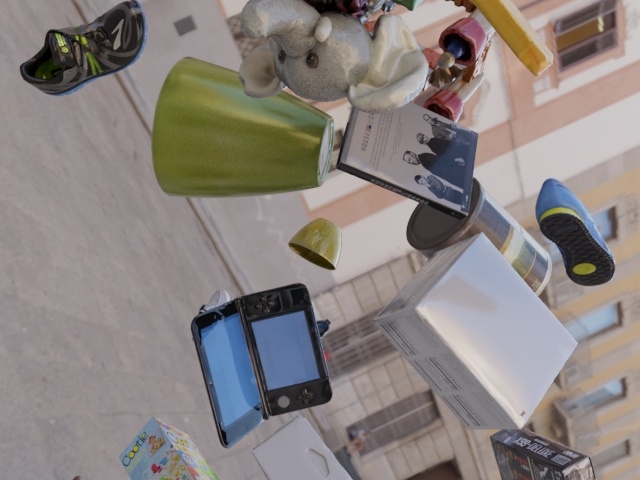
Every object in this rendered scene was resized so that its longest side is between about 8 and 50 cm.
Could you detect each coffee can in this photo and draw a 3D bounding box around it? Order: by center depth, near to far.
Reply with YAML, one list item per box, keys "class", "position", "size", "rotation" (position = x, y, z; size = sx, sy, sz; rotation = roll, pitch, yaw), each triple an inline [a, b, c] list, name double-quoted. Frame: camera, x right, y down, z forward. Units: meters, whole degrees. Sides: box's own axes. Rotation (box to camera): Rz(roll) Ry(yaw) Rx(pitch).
- class: "coffee can"
  position: [0.359, 0.013, 1.418]
  size: [0.275, 0.201, 0.201]
  rotation: [39, 9, -25]

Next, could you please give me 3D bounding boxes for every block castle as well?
- class: "block castle"
  position: [0.143, -0.454, 1.355]
  size: [0.453, 0.213, 0.303]
  rotation: [35, -21, 16]

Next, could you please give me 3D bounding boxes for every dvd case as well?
- class: "dvd case"
  position: [0.155, -0.155, 1.069]
  size: [0.029, 0.239, 0.179]
  rotation: [133, -26, -60]

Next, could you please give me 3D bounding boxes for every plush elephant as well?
- class: "plush elephant"
  position: [-0.007, -0.275, 0.692]
  size: [0.330, 0.272, 0.255]
  rotation: [24, 74, -55]

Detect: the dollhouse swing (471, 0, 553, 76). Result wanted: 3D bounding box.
- class: "dollhouse swing"
  position: [0.295, -0.458, 0.894]
  size: [0.305, 0.315, 0.347]
  rotation: [38, 26, 6]

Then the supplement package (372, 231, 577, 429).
- class: "supplement package"
  position: [0.266, 0.158, 1.077]
  size: [0.262, 0.204, 0.145]
  rotation: [49, -28, -4]

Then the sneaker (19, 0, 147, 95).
- class: "sneaker"
  position: [-0.299, -0.241, 0.794]
  size: [0.067, 0.188, 0.078]
  rotation: [66, 16, 3]

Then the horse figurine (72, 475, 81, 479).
- class: "horse figurine"
  position: [-0.411, 0.487, 0.930]
  size: [0.175, 0.263, 0.066]
  rotation: [23, -30, 10]

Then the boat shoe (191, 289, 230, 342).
- class: "boat shoe"
  position: [-0.291, 0.198, 1.632]
  size: [0.063, 0.066, 0.184]
  rotation: [43, 48, -34]

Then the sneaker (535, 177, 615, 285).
- class: "sneaker"
  position: [0.370, -0.010, 0.902]
  size: [0.209, 0.069, 0.082]
  rotation: [43, 41, -37]

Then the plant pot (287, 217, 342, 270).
- class: "plant pot"
  position: [0.000, 0.000, 1.546]
  size: [0.134, 0.095, 0.134]
  rotation: [27, -14, 7]

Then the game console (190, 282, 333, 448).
- class: "game console"
  position: [-0.118, 0.266, 1.372]
  size: [0.173, 0.250, 0.292]
  rotation: [-110, -173, -85]

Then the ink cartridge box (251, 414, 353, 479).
- class: "ink cartridge box"
  position: [-0.004, 0.306, 0.734]
  size: [0.127, 0.072, 0.175]
  rotation: [43, -22, 40]

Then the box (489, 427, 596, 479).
- class: "box"
  position: [0.497, 0.576, 1.336]
  size: [0.242, 0.077, 0.307]
  rotation: [-3, -76, 71]

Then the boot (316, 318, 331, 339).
- class: "boot"
  position: [-0.092, 0.311, 1.685]
  size: [0.091, 0.229, 0.263]
  rotation: [47, 28, 4]

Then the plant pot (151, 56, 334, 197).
- class: "plant pot"
  position: [-0.130, -0.194, 1.214]
  size: [0.275, 0.294, 0.274]
  rotation: [11, 90, -82]

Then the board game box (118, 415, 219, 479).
- class: "board game box"
  position: [-0.373, 0.603, 1.595]
  size: [0.275, 0.144, 0.142]
  rotation: [34, -10, 47]
